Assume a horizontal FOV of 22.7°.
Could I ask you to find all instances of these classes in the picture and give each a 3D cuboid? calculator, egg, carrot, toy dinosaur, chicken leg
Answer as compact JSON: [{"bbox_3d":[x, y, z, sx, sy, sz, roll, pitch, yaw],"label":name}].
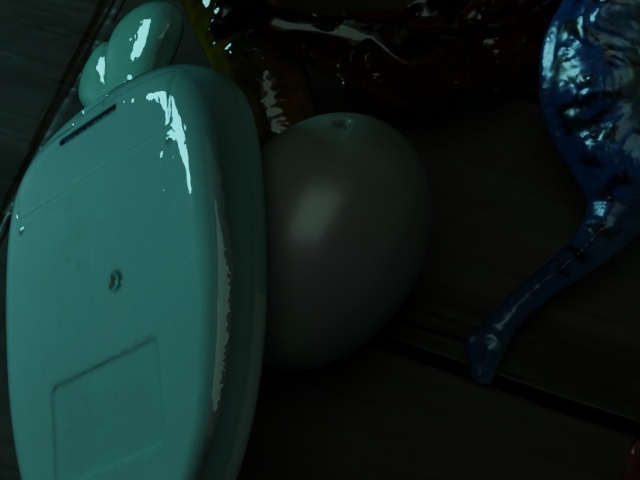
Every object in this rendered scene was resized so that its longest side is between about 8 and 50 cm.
[{"bbox_3d":[-0.095,0.017,0.776,0.184,0.042,0.295,-27,58,40],"label":"calculator"},{"bbox_3d":[0.000,0.000,0.791,0.103,0.103,0.135,26,79,19],"label":"egg"},{"bbox_3d":[-0.056,-0.162,0.907,0.066,0.066,0.314,-19,66,-2],"label":"carrot"},{"bbox_3d":[0.170,-0.077,0.819,0.144,0.076,0.329,10,82,7],"label":"toy dinosaur"},{"bbox_3d":[0.053,-0.111,0.851,0.219,0.048,0.089,-14,72,-14],"label":"chicken leg"}]

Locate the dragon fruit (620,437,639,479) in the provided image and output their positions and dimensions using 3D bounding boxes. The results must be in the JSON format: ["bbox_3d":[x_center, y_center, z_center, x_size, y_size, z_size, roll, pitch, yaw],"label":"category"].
[{"bbox_3d":[0.237,0.159,0.587,0.226,0.305,0.305,27,69,-4],"label":"dragon fruit"}]
